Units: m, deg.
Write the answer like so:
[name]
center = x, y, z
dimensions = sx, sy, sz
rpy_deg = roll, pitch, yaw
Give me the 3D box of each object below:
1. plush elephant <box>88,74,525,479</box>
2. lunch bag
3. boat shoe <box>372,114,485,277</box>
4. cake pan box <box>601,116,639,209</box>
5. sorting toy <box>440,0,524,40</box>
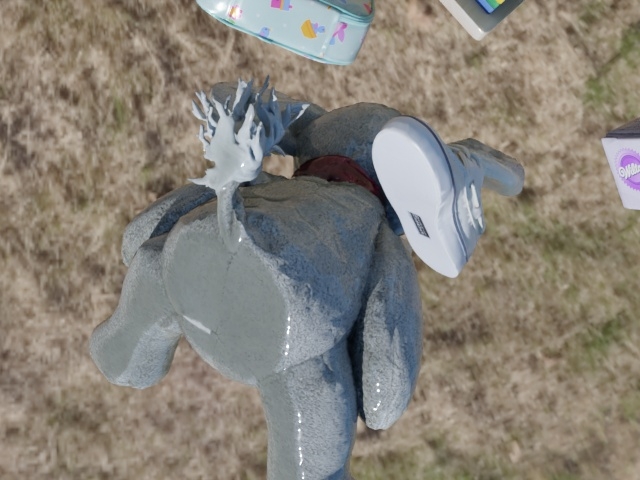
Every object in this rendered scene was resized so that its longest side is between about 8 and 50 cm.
[plush elephant]
center = 0.000, 0.000, 0.769
dimensions = 0.255, 0.272, 0.330
rpy_deg = -31, 139, -46
[lunch bag]
center = -0.054, -0.397, 1.562
dimensions = 0.279, 0.224, 0.108
rpy_deg = 20, 126, -10
[boat shoe]
center = 0.050, -0.023, 0.410
dimensions = 0.035, 0.035, 0.100
rpy_deg = -50, 144, -16
[cake pan box]
center = 0.365, -0.089, 0.669
dimensions = 0.245, 0.267, 0.070
rpy_deg = -24, 104, -23
[sorting toy]
center = 0.232, -0.458, 1.397
dimensions = 0.257, 0.255, 0.089
rpy_deg = -43, -179, -26
